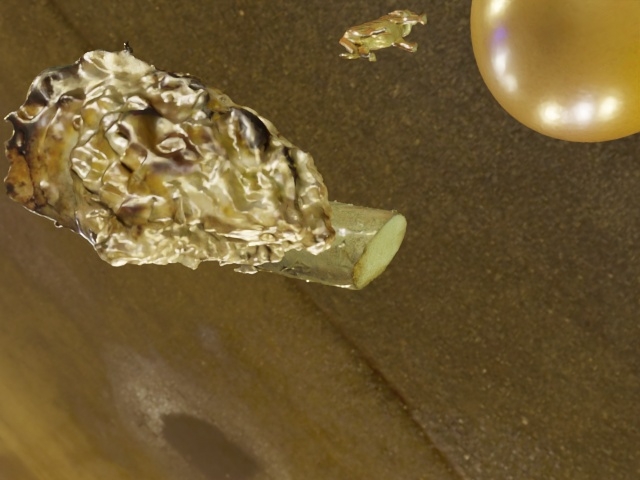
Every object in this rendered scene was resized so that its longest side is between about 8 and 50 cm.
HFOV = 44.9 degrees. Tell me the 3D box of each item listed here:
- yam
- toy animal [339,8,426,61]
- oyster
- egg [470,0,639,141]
[{"bbox_3d":[0.000,0.000,1.484,0.305,0.168,0.168,11,134,26],"label":"yam"},{"bbox_3d":[0.103,-0.341,1.301,0.099,0.241,0.056,17,127,41],"label":"toy animal"},{"bbox_3d":[-0.076,-0.033,0.393,0.177,0.105,0.056,30,173,3],"label":"oyster"},{"bbox_3d":[0.278,-0.232,0.782,0.250,0.250,0.322,37,180,17],"label":"egg"}]
